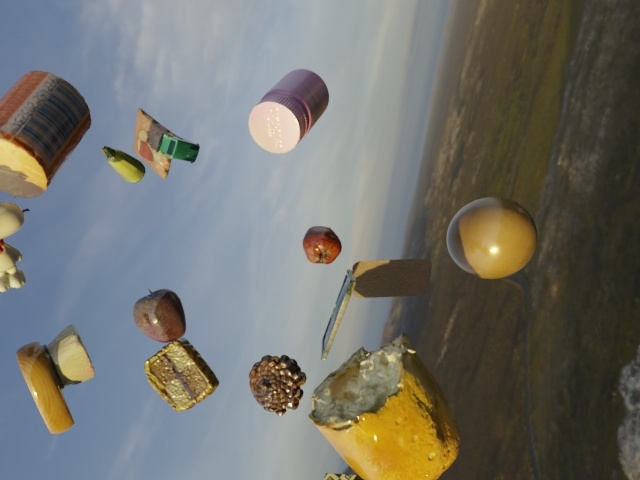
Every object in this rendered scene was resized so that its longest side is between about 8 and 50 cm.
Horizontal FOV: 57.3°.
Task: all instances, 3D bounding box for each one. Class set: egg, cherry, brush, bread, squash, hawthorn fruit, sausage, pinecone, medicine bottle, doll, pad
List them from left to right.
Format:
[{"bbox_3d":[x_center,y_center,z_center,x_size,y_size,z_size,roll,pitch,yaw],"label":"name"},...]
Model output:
[{"bbox_3d":[-0.872,0.017,1.522,0.144,0.208,0.272,46,127,40],"label":"doll"},{"bbox_3d":[-0.803,-0.298,1.631,0.233,0.232,0.287,93,-173,-50],"label":"sausage"},{"bbox_3d":[-0.705,0.383,1.604,0.174,0.166,0.267,4,112,61],"label":"brush"},{"bbox_3d":[-0.717,-0.283,2.091,0.224,0.094,0.095,57,-136,-73],"label":"squash"},{"bbox_3d":[-0.487,0.229,1.775,0.140,0.176,0.176,-22,-52,-47],"label":"cherry"},{"bbox_3d":[-0.455,0.441,1.919,0.181,0.222,0.096,-42,-8,5],"label":"bread"},{"bbox_3d":[-0.128,0.422,1.726,0.179,0.149,0.195,62,152,10],"label":"pinecone"},{"bbox_3d":[-0.095,-0.410,1.844,0.291,0.178,0.178,-62,-17,-50],"label":"medicine bottle"},{"bbox_3d":[0.000,0.000,2.399,0.204,0.162,0.163,-104,17,-52],"label":"hawthorn fruit"},{"bbox_3d":[0.241,0.131,1.998,0.002,0.265,0.176,-90,-3,-50],"label":"pad"},{"bbox_3d":[0.211,0.511,1.645,0.361,0.394,0.250,-38,10,-5],"label":"bread"},{"bbox_3d":[0.624,-0.009,2.157,0.374,0.300,0.301,151,131,-81],"label":"egg"}]

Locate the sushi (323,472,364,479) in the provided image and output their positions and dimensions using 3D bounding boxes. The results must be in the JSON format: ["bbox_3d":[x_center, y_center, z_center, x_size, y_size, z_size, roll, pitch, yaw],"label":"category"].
[{"bbox_3d":[0.082,0.872,1.806,0.050,0.263,0.290,20,92,59],"label":"sushi"}]

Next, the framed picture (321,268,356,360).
[{"bbox_3d":[0.054,0.223,1.788,0.189,0.023,0.260,-87,17,-83],"label":"framed picture"}]

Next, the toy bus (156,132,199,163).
[{"bbox_3d":[-0.516,-0.336,2.148,0.079,0.091,0.160,-69,-19,8],"label":"toy bus"}]

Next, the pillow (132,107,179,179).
[{"bbox_3d":[-0.679,-0.392,2.386,0.084,0.223,0.236,-38,-15,-47],"label":"pillow"}]
